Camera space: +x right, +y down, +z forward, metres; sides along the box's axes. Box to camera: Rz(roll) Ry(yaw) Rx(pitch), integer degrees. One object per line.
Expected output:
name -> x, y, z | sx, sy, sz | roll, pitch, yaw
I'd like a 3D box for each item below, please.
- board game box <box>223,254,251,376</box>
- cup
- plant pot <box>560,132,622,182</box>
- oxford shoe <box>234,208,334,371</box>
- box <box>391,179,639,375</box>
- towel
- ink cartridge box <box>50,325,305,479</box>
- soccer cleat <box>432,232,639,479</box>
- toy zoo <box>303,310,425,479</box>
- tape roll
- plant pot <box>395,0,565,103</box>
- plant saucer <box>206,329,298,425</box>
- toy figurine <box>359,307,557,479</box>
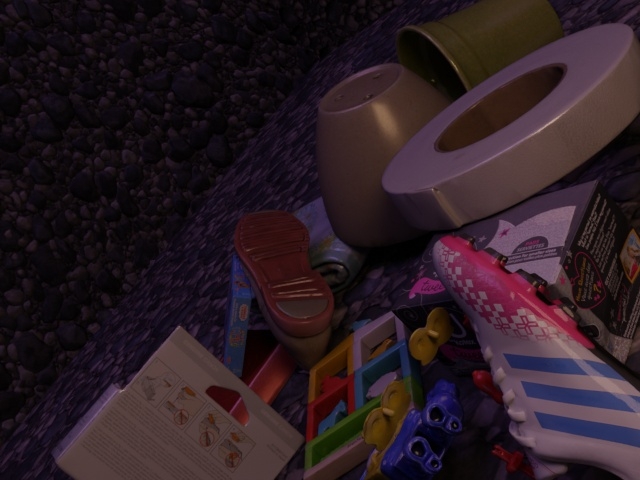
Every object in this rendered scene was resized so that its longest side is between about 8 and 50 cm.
board game box -> -0.160, 0.138, 1.374 | 0.211, 0.039, 0.160 | -111, 28, -69
cup -> 0.122, -0.182, 1.323 | 0.331, 0.237, 0.331 | -22, 30, 13
plant pot -> 0.374, -0.167, 1.115 | 0.109, 0.096, 0.109 | -45, 19, 0
oxford shoe -> -0.075, 0.077, 1.315 | 0.141, 0.146, 0.397 | -9, 34, -9
box -> 0.235, 0.055, 0.855 | 0.247, 0.142, 0.163 | -19, 31, 53
towel -> 0.000, 0.000, 1.547 | 0.374, 0.090, 0.320 | -23, 28, 46
ink cartridge box -> -0.194, 0.294, 1.023 | 0.239, 0.275, 0.060 | -50, 19, -19
soccer cleat -> 0.196, 0.123, 0.640 | 0.331, 0.116, 0.143 | 43, 103, 37
toy zoo -> 0.060, 0.210, 1.062 | 0.192, 0.030, 0.293 | -38, 19, 17
tape roll -> 0.262, -0.158, 0.999 | 0.392, 0.072, 0.392 | -34, 16, 11
plant pot -> 0.332, -0.371, 1.435 | 0.254, 0.276, 0.276 | -35, 18, -6
plant saucer -> -0.150, 0.262, 1.362 | 0.258, 0.048, 0.259 | -53, 21, -25
toy figurine -> 0.107, 0.267, 0.757 | 0.362, 0.191, 0.217 | -57, -7, -24
